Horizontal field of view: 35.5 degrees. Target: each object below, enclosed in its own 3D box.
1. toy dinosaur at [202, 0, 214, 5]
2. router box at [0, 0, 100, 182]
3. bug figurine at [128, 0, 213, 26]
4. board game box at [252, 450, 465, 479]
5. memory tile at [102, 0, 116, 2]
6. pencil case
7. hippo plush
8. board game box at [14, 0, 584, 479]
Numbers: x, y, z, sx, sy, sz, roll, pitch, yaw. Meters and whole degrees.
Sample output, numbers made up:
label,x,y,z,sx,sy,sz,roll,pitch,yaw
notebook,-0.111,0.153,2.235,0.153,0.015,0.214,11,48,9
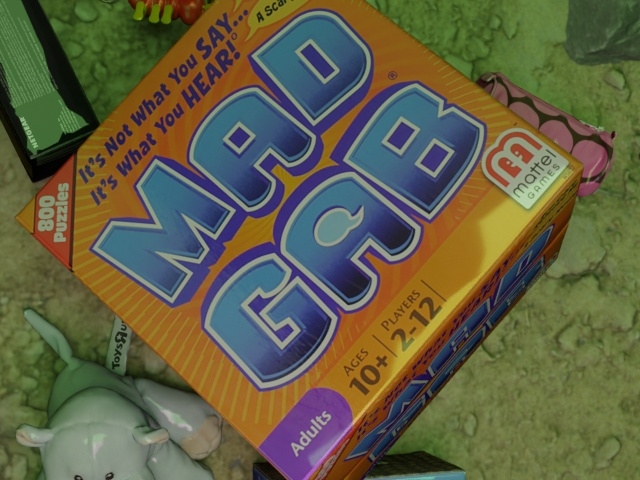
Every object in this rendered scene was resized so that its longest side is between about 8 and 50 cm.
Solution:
label,x,y,z,sx,sy,sz,roll,pitch,yaw
toy dinosaur,-0.111,-0.256,1.228,0.211,0.064,0.112,-35,98,-14
router box,-0.342,-0.225,1.072,0.081,0.243,0.309,-26,94,-15
bug figurine,-0.205,-0.372,1.177,0.216,0.072,0.279,12,74,0
board game box,0.046,0.415,1.200,0.232,0.141,0.291,-1,88,-15
memory tile,-0.239,-0.345,1.223,0.148,0.012,0.113,2,87,-16
pencil case,0.283,-0.144,1.316,0.209,0.095,0.098,25,112,-13
hippo plush,-0.208,0.224,1.090,0.234,0.236,0.294,1,87,-15
board game box,0.000,0.000,1.016,0.356,0.356,0.356,41,86,16
